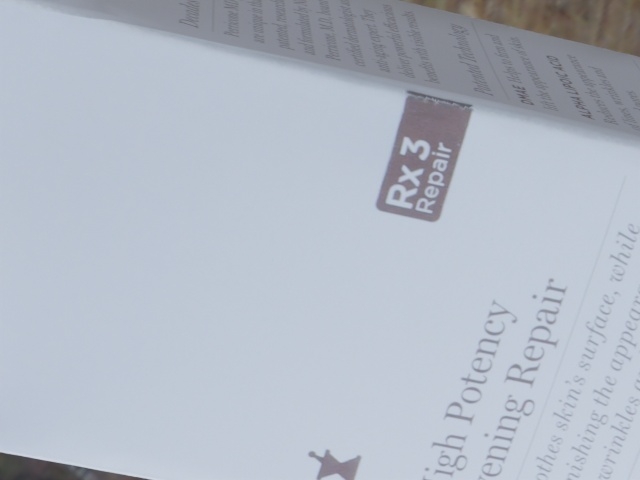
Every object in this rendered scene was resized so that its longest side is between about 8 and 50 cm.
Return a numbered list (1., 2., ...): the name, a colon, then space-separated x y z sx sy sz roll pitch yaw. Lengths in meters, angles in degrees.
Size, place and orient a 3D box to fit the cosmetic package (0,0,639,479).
1. cosmetic package: 0.000 0.000 0.401 0.231 0.085 0.117 10 113 -9
